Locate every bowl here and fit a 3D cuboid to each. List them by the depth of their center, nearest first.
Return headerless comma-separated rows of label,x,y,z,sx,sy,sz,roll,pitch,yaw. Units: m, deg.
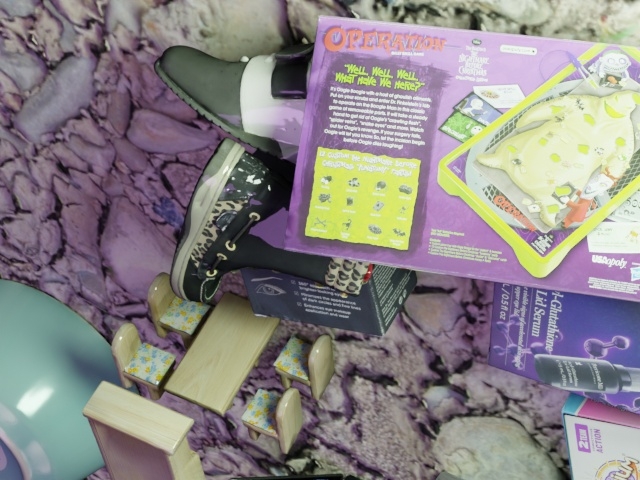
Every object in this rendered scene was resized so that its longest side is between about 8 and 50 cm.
bowl,-0.400,0.218,1.923,0.311,0.163,0.311,19,136,20

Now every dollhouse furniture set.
dollhouse furniture set,-0.132,0.148,1.614,0.212,0.242,0.161,21,148,18

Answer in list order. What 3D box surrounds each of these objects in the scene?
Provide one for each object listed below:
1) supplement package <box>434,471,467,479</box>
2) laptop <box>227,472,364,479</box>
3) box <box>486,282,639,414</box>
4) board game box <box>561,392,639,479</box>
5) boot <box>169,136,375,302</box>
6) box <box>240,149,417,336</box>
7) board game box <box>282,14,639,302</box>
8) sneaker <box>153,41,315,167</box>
supplement package,0.207,0.390,1.619,0.262,0.145,0.204,38,172,-2
laptop,0.013,0.410,1.771,0.264,0.136,0.234,18,110,28
box,0.268,0.059,1.373,0.207,0.108,0.153,17,134,22
board game box,0.409,0.263,1.491,0.316,0.064,0.242,9,131,28
boot,-0.043,0.017,1.423,0.178,0.085,0.236,24,145,3
box,0.000,0.000,1.510,0.156,0.093,0.158,8,132,29
board game box,0.151,-0.068,1.251,0.347,0.056,0.208,9,92,16
sneaker,0.003,-0.132,1.387,0.330,0.122,0.146,27,96,20
